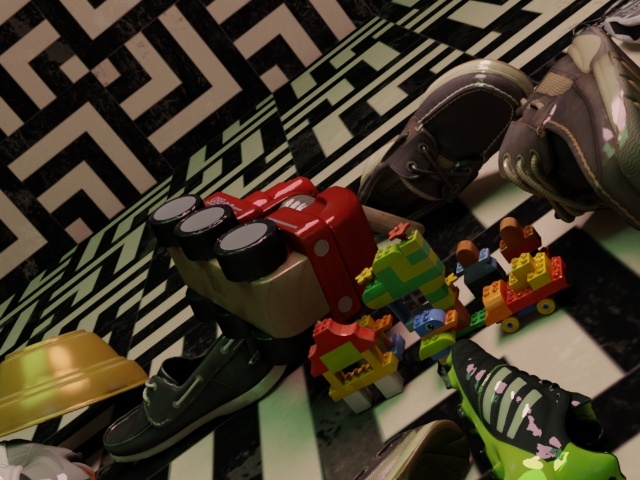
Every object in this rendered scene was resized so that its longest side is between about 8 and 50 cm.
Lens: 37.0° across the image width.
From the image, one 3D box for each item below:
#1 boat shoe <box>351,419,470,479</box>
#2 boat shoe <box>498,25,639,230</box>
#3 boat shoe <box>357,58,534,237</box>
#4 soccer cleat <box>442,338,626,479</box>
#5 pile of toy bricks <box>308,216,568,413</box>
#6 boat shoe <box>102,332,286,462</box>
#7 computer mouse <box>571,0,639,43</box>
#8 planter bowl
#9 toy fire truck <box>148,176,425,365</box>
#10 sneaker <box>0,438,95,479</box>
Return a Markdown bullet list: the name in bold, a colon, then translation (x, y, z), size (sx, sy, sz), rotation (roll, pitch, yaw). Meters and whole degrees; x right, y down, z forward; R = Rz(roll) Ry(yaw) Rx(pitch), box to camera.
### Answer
- **boat shoe**: translation (0.037, 0.173, 0.599), size (0.152, 0.056, 0.049), rotation (-38, 8, -34)
- **boat shoe**: translation (0.220, -0.069, 0.755), size (0.130, 0.132, 0.355), rotation (-45, 4, 21)
- **boat shoe**: translation (0.118, -0.081, 0.989), size (0.285, 0.103, 0.092), rotation (-39, 26, 56)
- **soccer cleat**: translation (0.126, 0.108, 0.580), size (0.072, 0.060, 0.179), rotation (-28, 24, 3)
- **pile of toy bricks**: translation (0.082, 0.036, 0.764), size (0.212, 0.105, 0.118), rotation (-31, 18, 23)
- **boat shoe**: translation (-0.144, 0.154, 0.985), size (0.233, 0.079, 0.084), rotation (-33, 19, 25)
- **computer mouse**: translation (0.349, -0.240, 1.050), size (0.106, 0.042, 0.193), rotation (-32, 11, 6)
- **planter bowl**: translation (-0.318, 0.164, 1.150), size (0.217, 0.090, 0.217), rotation (-21, -3, -1)
- **toy fire truck**: translation (0.000, 0.000, 0.910), size (0.246, 0.158, 0.217), rotation (-33, 26, -22)
- **sneaker**: translation (-0.300, 0.265, 1.026), size (0.108, 0.100, 0.271), rotation (-12, 1, -20)
